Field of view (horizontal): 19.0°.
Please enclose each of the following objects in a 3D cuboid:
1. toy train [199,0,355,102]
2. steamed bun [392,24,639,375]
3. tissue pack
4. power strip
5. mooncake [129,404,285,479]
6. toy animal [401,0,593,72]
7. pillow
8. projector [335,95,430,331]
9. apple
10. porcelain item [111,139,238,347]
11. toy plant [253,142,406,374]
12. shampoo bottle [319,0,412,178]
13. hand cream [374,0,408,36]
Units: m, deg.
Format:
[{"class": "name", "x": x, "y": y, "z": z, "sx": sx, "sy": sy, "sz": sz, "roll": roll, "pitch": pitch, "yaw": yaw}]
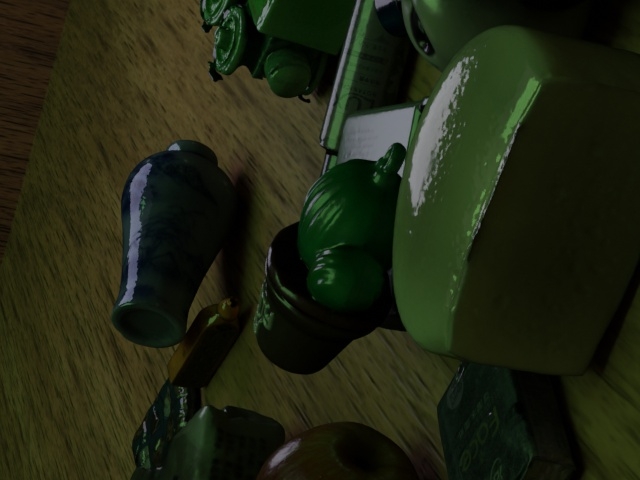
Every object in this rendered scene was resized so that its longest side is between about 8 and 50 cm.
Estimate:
[{"class": "toy train", "x": -0.039, "y": -0.271, "z": 2.060, "sx": 0.188, "sy": 0.132, "sz": 0.243, "roll": -61, "pitch": 27, "yaw": 30}, {"class": "steamed bun", "x": 0.143, "y": -0.035, "z": 1.367, "sx": 0.164, "sy": 0.146, "sz": 0.242, "roll": -127, "pitch": 51, "yaw": -60}, {"class": "tissue pack", "x": 0.137, "y": 0.146, "z": 1.426, "sx": 0.156, "sy": 0.051, "sz": 0.112, "roll": -101, "pitch": 30, "yaw": -49}, {"class": "power strip", "x": -0.130, "y": 0.117, "z": 2.198, "sx": 0.178, "sy": 0.049, "sz": 0.028, "roll": 123, "pitch": 147, "yaw": -46}, {"class": "mooncake", "x": -0.117, "y": 0.318, "z": 1.912, "sx": 0.250, "sy": 0.136, "sz": 0.254, "roll": 130, "pitch": 152, "yaw": -50}, {"class": "toy animal", "x": 0.144, "y": -0.223, "z": 1.447, "sx": 0.235, "sy": 0.165, "sz": 0.187, "roll": 127, "pitch": 152, "yaw": -51}, {"class": "pillow", "x": -0.182, "y": 0.282, "z": 2.281, "sx": 0.256, "sy": 0.034, "sz": 0.189, "roll": -100, "pitch": 27, "yaw": -43}, {"class": "projector", "x": 0.088, "y": -0.018, "z": 1.592, "sx": 0.256, "sy": 0.099, "sz": 0.192, "roll": 180, "pitch": 100, "yaw": -71}, {"class": "apple", "x": 0.017, "y": 0.222, "z": 1.593, "sx": 0.131, "sy": 0.146, "sz": 0.146, "roll": -57, "pitch": 27, "yaw": 26}, {"class": "porcelain item", "x": -0.174, "y": -0.002, "z": 2.228, "sx": 0.141, "sy": 0.141, "sz": 0.259, "roll": 127, "pitch": 158, "yaw": -51}, {"class": "toy plant", "x": 0.015, "y": 0.015, "z": 1.463, "sx": 0.143, "sy": 0.105, "sz": 0.200, "roll": -79, "pitch": 13, "yaw": -55}, {"class": "shampoo bottle", "x": 0.043, "y": -0.140, "z": 1.838, "sx": 0.072, "sy": 0.072, "sz": 0.214, "roll": -143, "pitch": 66, "yaw": -69}, {"class": "hand cream", "x": 0.133, "y": -0.247, "z": 1.671, "sx": 0.270, "sy": 0.061, "sz": 0.120, "roll": -15, "pitch": 62, "yaw": 63}]
